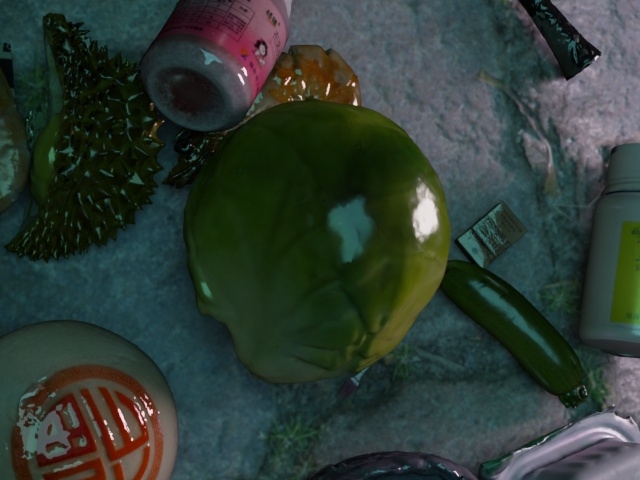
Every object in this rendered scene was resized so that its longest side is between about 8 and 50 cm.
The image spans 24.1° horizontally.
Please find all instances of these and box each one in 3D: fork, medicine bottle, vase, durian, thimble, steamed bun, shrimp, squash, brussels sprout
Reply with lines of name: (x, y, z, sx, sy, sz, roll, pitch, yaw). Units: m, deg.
fork: (0.061, 0.158, 1.898, 0.016, 0.012, 0.115, 42, 73, -6)
medicine bottle: (-0.114, -0.255, 1.829, 0.147, 0.147, 0.247, 30, 52, -4)
vase: (0.300, -0.294, 1.977, 0.059, 0.059, 0.167, -36, 89, -12)
durian: (-0.288, -0.123, 1.823, 0.172, 0.166, 0.306, -3, 96, -47)
medicine bottle: (0.413, 0.014, 1.910, 0.143, 0.143, 0.258, 11, 79, -8)
thimble: (0.089, 0.347, 1.795, 0.236, 0.172, 0.205, 21, 76, -4)
steamed bun: (-0.288, 0.229, 1.708, 0.283, 0.177, 0.283, 1, 88, -30)
shrimp: (-0.450, -0.157, 1.777, 0.168, 0.077, 0.317, -24, 72, -4)
squash: (0.252, 0.112, 1.907, 0.258, 0.069, 0.069, 43, 78, -2)
brussels sprout: (0.000, 0.000, 1.793, 0.344, 0.268, 0.344, 1, 95, 13)
shrimp: (-0.073, -0.139, 1.893, 0.294, 0.062, 0.154, -31, 94, -14)

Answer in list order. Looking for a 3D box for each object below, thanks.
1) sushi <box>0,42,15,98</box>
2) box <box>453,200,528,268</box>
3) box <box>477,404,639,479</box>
sushi: (-0.462, -0.136, 1.829, 0.192, 0.040, 0.210, -4, 69, -5)
box: (0.221, -0.006, 1.940, 0.083, 0.024, 0.053, -41, 90, -14)
box: (0.369, 0.384, 1.832, 0.264, 0.106, 0.337, -18, 85, -31)
